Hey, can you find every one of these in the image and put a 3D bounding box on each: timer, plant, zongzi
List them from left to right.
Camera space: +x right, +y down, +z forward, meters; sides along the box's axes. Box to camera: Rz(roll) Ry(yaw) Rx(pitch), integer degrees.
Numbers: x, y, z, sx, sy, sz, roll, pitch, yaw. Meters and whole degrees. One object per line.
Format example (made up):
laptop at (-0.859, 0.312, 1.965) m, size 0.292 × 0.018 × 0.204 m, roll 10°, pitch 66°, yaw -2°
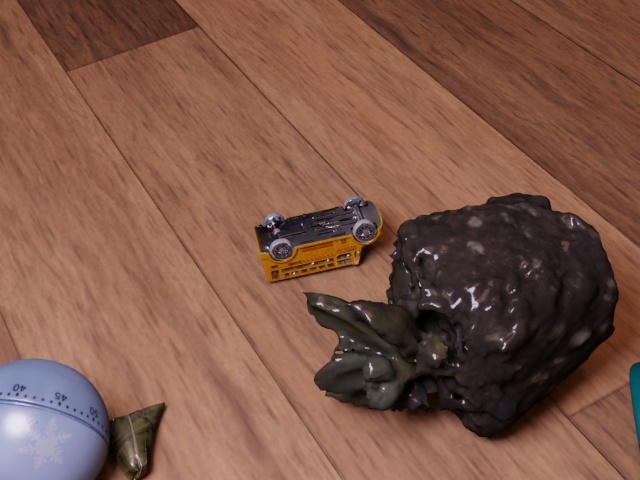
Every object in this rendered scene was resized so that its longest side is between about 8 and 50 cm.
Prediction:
timer at (-0.312, 0.246, 0.954) m, size 0.175 × 0.175 × 0.255 m, roll 14°, pitch 76°, yaw 19°
zongzi at (-0.190, 0.220, 1.032) m, size 0.083 × 0.040 × 0.076 m, roll -15°, pitch 49°, yaw -36°
plant at (0.140, 0.091, 0.997) m, size 0.312 × 0.215 × 0.213 m, roll -25°, pitch 43°, yaw -27°

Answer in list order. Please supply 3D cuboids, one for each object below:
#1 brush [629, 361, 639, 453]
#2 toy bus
brush at (0.356, 0.201, 1.001) m, size 0.043 × 0.032 × 0.193 m, roll 2°, pitch 32°, yaw 9°
toy bus at (0.000, 0.000, 1.208) m, size 0.162 × 0.074 × 0.069 m, roll -12°, pitch 37°, yaw -4°
